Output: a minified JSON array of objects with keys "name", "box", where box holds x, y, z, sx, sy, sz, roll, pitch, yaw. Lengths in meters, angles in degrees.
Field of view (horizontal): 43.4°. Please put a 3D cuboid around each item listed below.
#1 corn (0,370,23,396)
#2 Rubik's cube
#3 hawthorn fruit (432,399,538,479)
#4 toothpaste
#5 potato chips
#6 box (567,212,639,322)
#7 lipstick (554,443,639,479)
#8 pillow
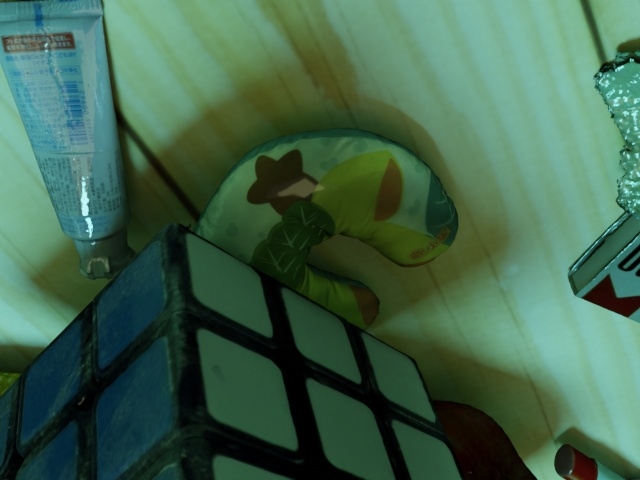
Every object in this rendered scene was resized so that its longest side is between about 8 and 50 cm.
[{"name":"corn","box":[-0.315,0.205,0.834,0.387,0.144,0.144,4,132,0]},{"name":"Rubik's cube","box":[-0.080,0.230,0.609,0.303,0.301,0.305,30,117,-34]},{"name":"hawthorn fruit","box":[0.096,0.312,0.850,0.265,0.265,0.307,20,146,-15]},{"name":"toothpaste","box":[-0.195,-0.075,0.644,0.089,0.057,0.234,-3,125,2]},{"name":"potato chips","box":[0.316,-0.061,0.630,0.167,0.059,0.228,-20,117,6]},{"name":"box","box":[0.332,0.035,0.732,0.177,0.036,0.115,22,130,-17]},{"name":"lipstick","box":[0.369,0.312,0.958,0.274,0.061,0.068,34,126,-26]},{"name":"pillow","box":[0.000,0.000,0.690,0.214,0.086,0.233,21,127,-30]}]
